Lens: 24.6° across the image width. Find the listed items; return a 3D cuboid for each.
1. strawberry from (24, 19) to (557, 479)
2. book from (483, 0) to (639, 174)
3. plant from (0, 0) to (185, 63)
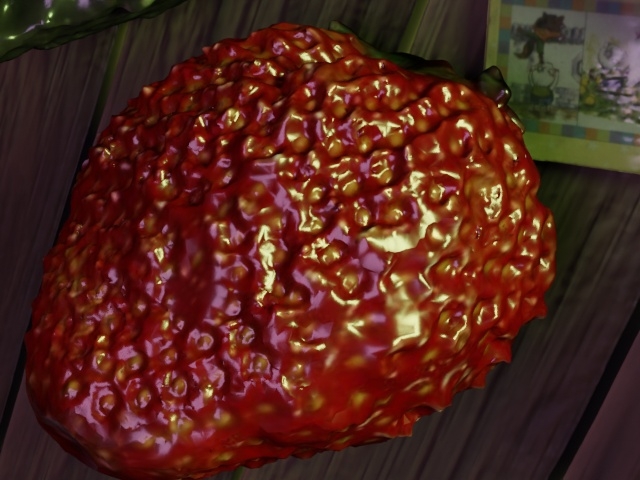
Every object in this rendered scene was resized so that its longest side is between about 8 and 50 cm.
[{"bbox_3d":[-0.020,0.007,0.824,0.261,0.257,0.261,9,105,37],"label":"strawberry"},{"bbox_3d":[0.171,-0.132,0.818,0.168,0.013,0.192,10,107,29],"label":"book"},{"bbox_3d":[-0.175,-0.207,0.850,0.188,0.276,0.199,-24,88,38],"label":"plant"}]
